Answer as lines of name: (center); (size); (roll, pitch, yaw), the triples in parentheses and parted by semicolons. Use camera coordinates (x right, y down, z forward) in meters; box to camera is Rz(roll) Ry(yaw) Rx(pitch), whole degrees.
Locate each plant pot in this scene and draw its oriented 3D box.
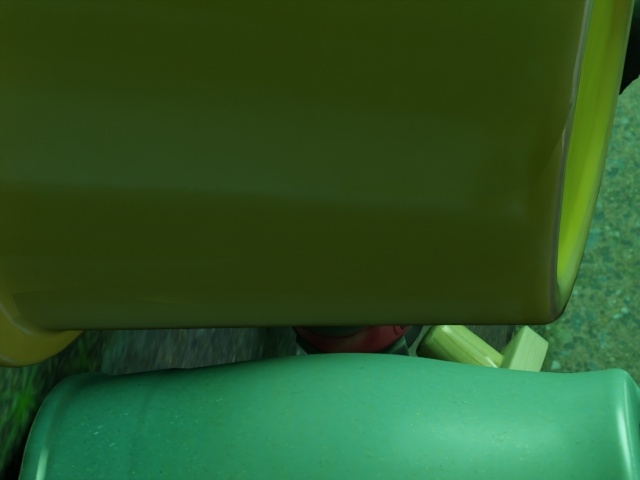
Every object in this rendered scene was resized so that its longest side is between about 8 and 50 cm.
plant pot: (-0.031, -0.076, 0.586); (0.254, 0.239, 0.254); (11, 90, -77)
plant pot: (0.034, 0.167, 0.864); (0.271, 0.255, 0.272); (-13, 90, -79)

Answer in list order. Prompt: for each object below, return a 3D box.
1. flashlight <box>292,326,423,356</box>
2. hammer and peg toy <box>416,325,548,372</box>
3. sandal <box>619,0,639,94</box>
flashlight: (0.000, 0.000, 1.165); (0.304, 0.103, 0.103); (54, 11, -68)
hammer and peg toy: (0.041, 0.212, 1.222); (0.266, 0.127, 0.361); (-52, -178, 26)
sandal: (0.167, -0.077, 1.443); (0.446, 0.107, 0.167); (-42, -159, 59)
